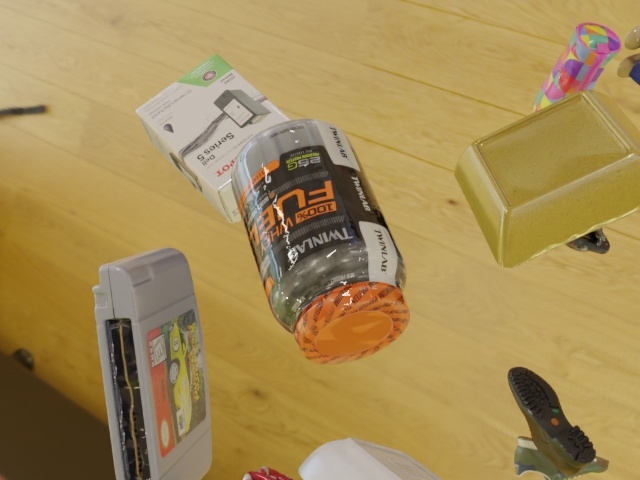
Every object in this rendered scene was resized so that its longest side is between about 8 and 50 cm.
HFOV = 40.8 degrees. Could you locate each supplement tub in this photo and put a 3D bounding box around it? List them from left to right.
[{"bbox_3d":[0.000,0.000,1.283,0.207,0.207,0.338,-39,52,23],"label":"supplement tub"}]

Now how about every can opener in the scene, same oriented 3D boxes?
[{"bbox_3d":[0.451,-0.010,1.559,0.073,0.186,0.059,-48,40,36],"label":"can opener"}]

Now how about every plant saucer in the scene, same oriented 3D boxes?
[{"bbox_3d":[0.416,-0.138,1.539,0.333,0.081,0.333,-25,37,9],"label":"plant saucer"}]

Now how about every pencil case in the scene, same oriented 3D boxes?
[{"bbox_3d":[0.513,-0.324,1.737,0.104,0.104,0.236,46,147,22],"label":"pencil case"}]

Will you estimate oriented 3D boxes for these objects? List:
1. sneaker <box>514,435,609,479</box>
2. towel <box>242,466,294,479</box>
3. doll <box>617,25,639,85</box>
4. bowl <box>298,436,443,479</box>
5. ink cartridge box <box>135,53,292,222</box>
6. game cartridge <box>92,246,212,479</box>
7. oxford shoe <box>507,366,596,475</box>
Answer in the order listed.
[{"bbox_3d":[0.482,0.460,1.741,0.192,0.064,0.086,15,84,-3],"label":"sneaker"},{"bbox_3d":[0.054,0.245,0.444,0.275,0.031,0.199,22,102,-4],"label":"towel"},{"bbox_3d":[0.401,-0.156,0.934,0.129,0.046,0.189,90,157,-43],"label":"doll"},{"bbox_3d":[0.067,0.226,0.769,0.142,0.142,0.053,27,90,49],"label":"bowl"},{"bbox_3d":[-0.180,-0.194,1.609,0.198,0.115,0.273,-39,60,-14],"label":"ink cartridge box"},{"bbox_3d":[-0.186,0.160,0.996,0.060,0.196,0.294,-5,96,8],"label":"game cartridge"},{"bbox_3d":[0.414,0.342,1.619,0.227,0.083,0.096,62,151,33],"label":"oxford shoe"}]
